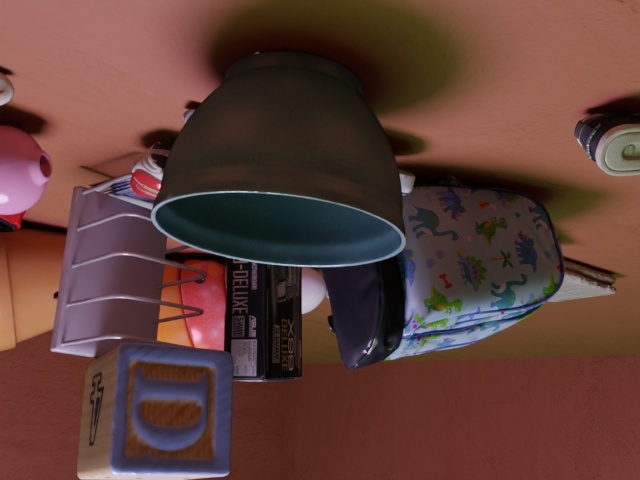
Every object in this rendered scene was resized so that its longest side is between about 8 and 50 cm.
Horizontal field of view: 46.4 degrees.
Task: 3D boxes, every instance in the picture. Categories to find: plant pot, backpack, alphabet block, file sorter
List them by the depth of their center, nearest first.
[{"bbox_3d":[-0.041,-0.098,0.888,0.292,0.197,0.293,4,164,1],"label":"plant pot"},{"bbox_3d":[-0.263,0.277,1.183,0.192,0.194,0.197,12,157,-27],"label":"alphabet block"},{"bbox_3d":[0.205,0.041,1.192,0.355,0.290,0.273,7,151,-32],"label":"backpack"},{"bbox_3d":[-0.298,0.052,1.236,0.173,0.278,0.192,-12,158,40],"label":"file sorter"},{"bbox_3d":[-0.655,0.095,1.672,0.203,0.291,0.291,-6,170,-24],"label":"plant pot"}]

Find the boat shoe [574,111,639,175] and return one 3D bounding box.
[{"bbox_3d":[0.428,-0.120,0.929,0.232,0.084,0.079,3,-156,-18],"label":"boat shoe"}]

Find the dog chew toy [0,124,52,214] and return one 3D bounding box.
[{"bbox_3d":[-0.558,-0.092,1.096,0.331,0.207,0.206,-5,163,8],"label":"dog chew toy"}]

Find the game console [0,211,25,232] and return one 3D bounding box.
[{"bbox_3d":[-0.785,-0.097,1.395,0.341,0.060,0.386,3,164,10],"label":"game console"}]

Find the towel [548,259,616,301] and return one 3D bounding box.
[{"bbox_3d":[0.493,0.081,1.641,0.282,0.049,0.187,16,159,-32],"label":"towel"}]

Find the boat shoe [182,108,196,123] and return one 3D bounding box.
[{"bbox_3d":[-0.140,-0.158,1.020,0.100,0.035,0.035,8,-168,-25],"label":"boat shoe"}]

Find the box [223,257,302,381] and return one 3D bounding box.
[{"bbox_3d":[-0.099,0.099,1.356,0.076,0.308,0.242,-3,169,14],"label":"box"}]

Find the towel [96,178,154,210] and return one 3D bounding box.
[{"bbox_3d":[-0.257,-0.076,1.342,0.284,0.034,0.209,-10,159,42],"label":"towel"}]

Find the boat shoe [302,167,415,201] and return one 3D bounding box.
[{"bbox_3d":[-0.022,-0.077,1.067,0.306,0.105,0.113,7,-169,-4],"label":"boat shoe"}]

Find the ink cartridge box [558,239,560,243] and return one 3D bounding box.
[{"bbox_3d":[0.359,0.010,1.385,0.115,0.067,0.198,-6,161,35],"label":"ink cartridge box"}]

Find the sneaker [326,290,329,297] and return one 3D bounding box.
[{"bbox_3d":[0.117,0.097,1.718,0.153,0.094,0.235,18,149,-17],"label":"sneaker"}]

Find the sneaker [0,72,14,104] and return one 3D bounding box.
[{"bbox_3d":[-0.444,-0.205,0.893,0.161,0.057,0.075,20,164,-35],"label":"sneaker"}]

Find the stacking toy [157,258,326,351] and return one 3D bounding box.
[{"bbox_3d":[-0.220,0.154,1.819,0.479,0.351,0.351,-15,163,1],"label":"stacking toy"}]

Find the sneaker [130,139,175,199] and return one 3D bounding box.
[{"bbox_3d":[-0.170,-0.067,1.184,0.279,0.107,0.118,27,136,-30],"label":"sneaker"}]
